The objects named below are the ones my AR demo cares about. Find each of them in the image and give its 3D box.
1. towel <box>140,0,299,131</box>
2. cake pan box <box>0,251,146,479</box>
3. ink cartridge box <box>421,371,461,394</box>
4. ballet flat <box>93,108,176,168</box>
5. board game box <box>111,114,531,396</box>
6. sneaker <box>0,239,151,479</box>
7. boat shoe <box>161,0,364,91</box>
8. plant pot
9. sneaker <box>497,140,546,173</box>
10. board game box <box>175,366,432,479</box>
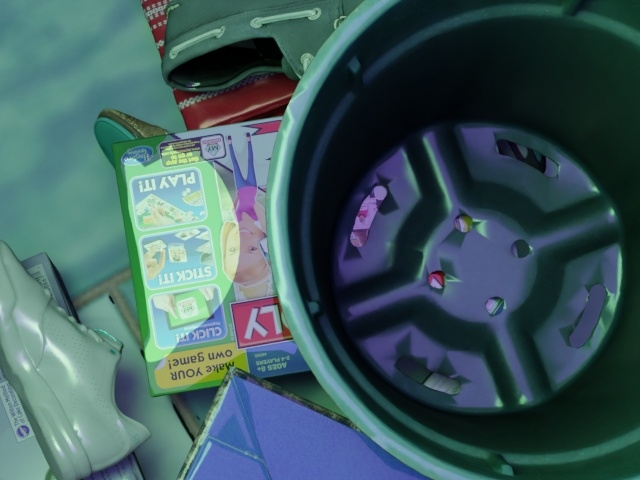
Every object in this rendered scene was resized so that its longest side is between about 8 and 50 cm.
[{"bbox_3d":[-0.065,-0.238,1.246,0.199,0.031,0.275,-20,80,-1],"label":"towel"},{"bbox_3d":[-0.292,0.167,1.160,0.245,0.070,0.267,-25,72,-8],"label":"cake pan box"},{"bbox_3d":[0.174,0.161,1.201,0.181,0.061,0.104,40,81,5],"label":"ink cartridge box"},{"bbox_3d":[-0.113,-0.044,1.231,0.067,0.073,0.206,-38,87,-33],"label":"ballet flat"},{"bbox_3d":[0.000,0.000,1.166,0.317,0.046,0.213,-10,84,-3],"label":"board game box"},{"bbox_3d":[-0.207,0.086,1.121,0.094,0.080,0.212,-22,75,-21],"label":"sneaker"},{"bbox_3d":[0.004,-0.155,1.112,0.319,0.116,0.099,9,72,33],"label":"boat shoe"},{"bbox_3d":[0.132,0.004,0.978,0.341,0.334,0.341,0,83,-2],"label":"plant pot"},{"bbox_3d":[0.118,-0.139,1.255,0.098,0.083,0.224,-30,82,20],"label":"sneaker"},{"bbox_3d":[0.007,0.218,1.069,0.232,0.291,0.141,25,80,1],"label":"board game box"}]
